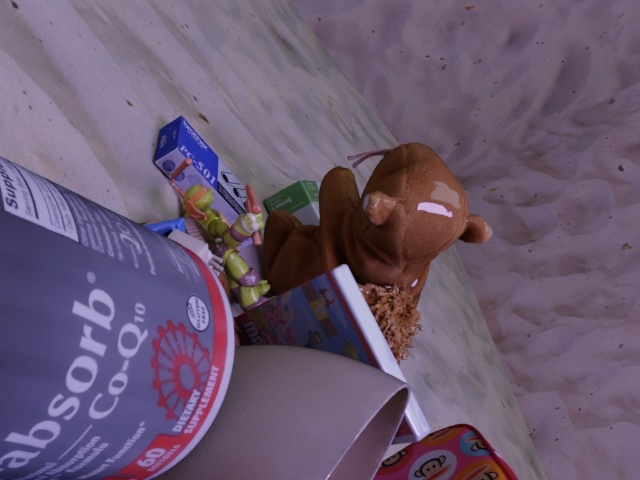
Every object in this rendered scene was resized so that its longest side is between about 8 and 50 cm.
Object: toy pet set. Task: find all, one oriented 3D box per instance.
[{"bbox_3d":[-0.153,0.042,0.708,0.122,0.065,0.114,-57,165,-38],"label":"toy pet set"}]

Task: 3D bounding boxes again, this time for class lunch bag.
[{"bbox_3d":[0.099,0.343,0.777,0.120,0.293,0.258,59,-1,-11],"label":"lunch bag"}]

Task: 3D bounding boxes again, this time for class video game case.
[{"bbox_3d":[-0.011,0.160,0.868,0.025,0.285,0.204,-25,87,-39],"label":"video game case"}]

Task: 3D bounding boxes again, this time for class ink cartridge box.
[{"bbox_3d":[0.000,0.000,1.388,0.219,0.092,0.160,65,18,7],"label":"ink cartridge box"},{"bbox_3d":[-0.170,-0.087,1.117,0.207,0.046,0.097,50,20,-34],"label":"ink cartridge box"}]

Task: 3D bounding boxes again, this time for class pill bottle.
[{"bbox_3d":[-0.236,0.048,0.468,0.363,0.210,0.210,33,34,-56],"label":"pill bottle"}]

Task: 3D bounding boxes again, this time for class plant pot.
[{"bbox_3d":[-0.067,0.209,0.684,0.191,0.284,0.284,30,8,19],"label":"plant pot"}]

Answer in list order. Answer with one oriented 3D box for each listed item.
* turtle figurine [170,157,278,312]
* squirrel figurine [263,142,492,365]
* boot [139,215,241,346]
[{"bbox_3d":[-0.126,0.008,0.962,0.269,0.087,0.217,16,-42,54],"label":"turtle figurine"},{"bbox_3d":[0.086,0.057,1.063,0.281,0.370,0.397,19,61,-18],"label":"squirrel figurine"},{"bbox_3d":[-0.170,0.094,0.797,0.283,0.109,0.220,-26,92,-80],"label":"boot"}]
